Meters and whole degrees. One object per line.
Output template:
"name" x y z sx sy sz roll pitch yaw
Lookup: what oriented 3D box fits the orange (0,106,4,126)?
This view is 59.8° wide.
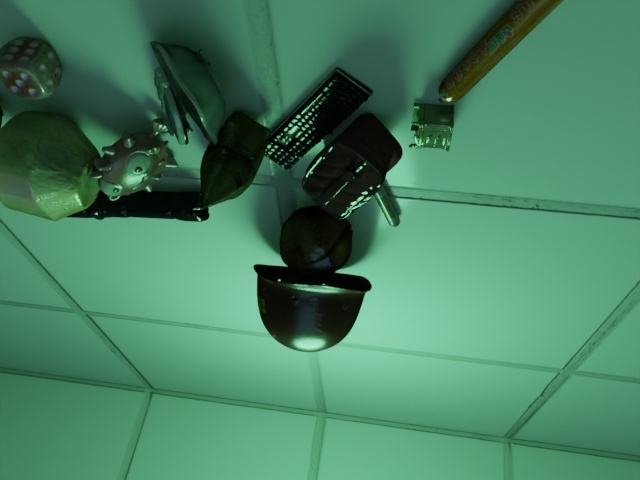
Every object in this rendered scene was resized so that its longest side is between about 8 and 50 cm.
"orange" -0.816 -0.299 1.279 0.154 0.134 0.155 -12 144 -9

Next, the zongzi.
"zongzi" -0.228 -0.113 1.235 0.123 0.289 0.260 27 146 -10

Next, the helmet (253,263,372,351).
"helmet" -0.033 0.202 1.579 0.337 0.230 0.385 7 -175 -16

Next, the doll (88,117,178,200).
"doll" -0.437 -0.188 1.321 0.262 0.093 0.211 -42 159 19

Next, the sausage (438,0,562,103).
"sausage" 0.310 -0.345 0.950 0.053 0.053 0.348 22 145 -18

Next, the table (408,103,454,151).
"table" 0.227 -0.231 1.140 0.083 0.062 0.079 6 147 8

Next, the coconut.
"coconut" -0.652 -0.174 1.300 0.259 0.259 0.259 7 147 5

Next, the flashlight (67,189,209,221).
"flashlight" -0.507 -0.101 1.521 0.423 0.103 0.103 3 147 8

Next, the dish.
"dish" -0.240 -0.304 1.092 0.081 0.229 0.229 -32 144 -9

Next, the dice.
"dice" -0.602 -0.355 1.152 0.094 0.093 0.091 8 147 3

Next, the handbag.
"handbag" 0.065 -0.156 1.209 0.146 0.135 0.225 43 142 -7

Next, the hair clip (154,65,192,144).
"hair clip" -0.299 -0.265 1.156 0.054 0.140 0.220 -20 -177 -12

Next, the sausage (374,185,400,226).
"sausage" 0.149 -0.111 1.374 0.032 0.033 0.269 -7 143 25

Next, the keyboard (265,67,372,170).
"keyboard" -0.019 -0.251 1.213 0.106 0.027 0.317 28 143 -24

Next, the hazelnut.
"hazelnut" 0.000 0.000 1.472 0.208 0.208 0.208 7 147 5
